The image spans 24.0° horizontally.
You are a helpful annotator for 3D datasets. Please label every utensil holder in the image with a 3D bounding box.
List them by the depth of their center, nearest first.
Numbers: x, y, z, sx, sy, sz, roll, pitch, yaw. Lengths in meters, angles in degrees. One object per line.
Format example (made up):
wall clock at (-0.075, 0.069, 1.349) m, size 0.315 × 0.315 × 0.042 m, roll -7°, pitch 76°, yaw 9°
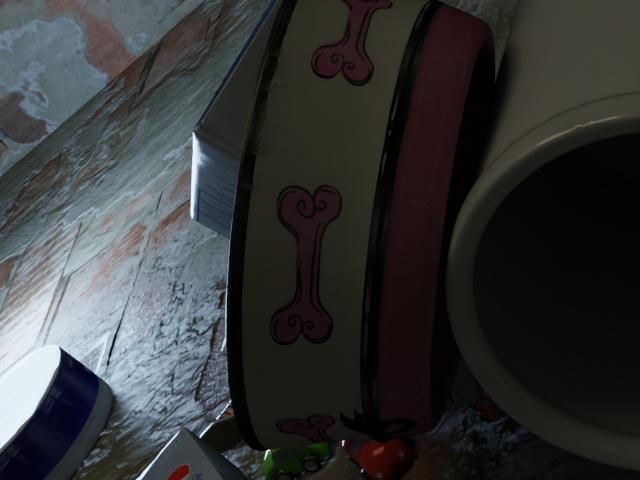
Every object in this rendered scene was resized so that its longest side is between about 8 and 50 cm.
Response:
utensil holder at (0.282, -0.063, 1.211) m, size 0.328 × 0.327 × 0.385 m, roll -33°, pitch 23°, yaw 31°

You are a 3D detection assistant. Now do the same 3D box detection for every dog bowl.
dog bowl at (0.047, -0.019, 1.242) m, size 0.150 × 0.408 × 0.408 m, roll 8°, pitch 42°, yaw 10°
dog bowl at (-0.437, 0.287, 2.243) m, size 0.265 × 0.104 × 0.265 m, roll -39°, pitch 22°, yaw 19°

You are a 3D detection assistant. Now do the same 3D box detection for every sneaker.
sneaker at (-0.107, 0.211, 1.842) m, size 0.118 × 0.042 × 0.067 m, roll -40°, pitch 25°, yaw -3°

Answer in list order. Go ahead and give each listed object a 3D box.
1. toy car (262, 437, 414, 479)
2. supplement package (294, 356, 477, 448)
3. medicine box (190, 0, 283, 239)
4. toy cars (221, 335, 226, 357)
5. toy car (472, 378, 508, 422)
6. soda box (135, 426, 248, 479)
toy car at (0.011, 0.197, 1.626) m, size 0.225 × 0.053 × 0.239 m, roll -34°, pitch 24°, yaw 29°
supplement package at (0.046, 0.075, 1.539) m, size 0.203 × 0.149 × 0.194 m, roll -16°, pitch 33°, yaw 10°
medicine box at (-0.021, -0.142, 1.698) m, size 0.263 × 0.149 × 0.289 m, roll -61°, pitch -3°, yaw -18°
toy cars at (0.000, 0.000, 1.951) m, size 0.394 × 0.087 × 0.176 m, roll -44°, pitch 21°, yaw 8°
toy car at (0.175, 0.122, 1.453) m, size 0.041 × 0.060 × 0.122 m, roll -1°, pitch 48°, yaw 18°
soda box at (-0.109, 0.300, 1.609) m, size 0.091 × 0.098 × 0.286 m, roll -49°, pitch 21°, yaw -3°
